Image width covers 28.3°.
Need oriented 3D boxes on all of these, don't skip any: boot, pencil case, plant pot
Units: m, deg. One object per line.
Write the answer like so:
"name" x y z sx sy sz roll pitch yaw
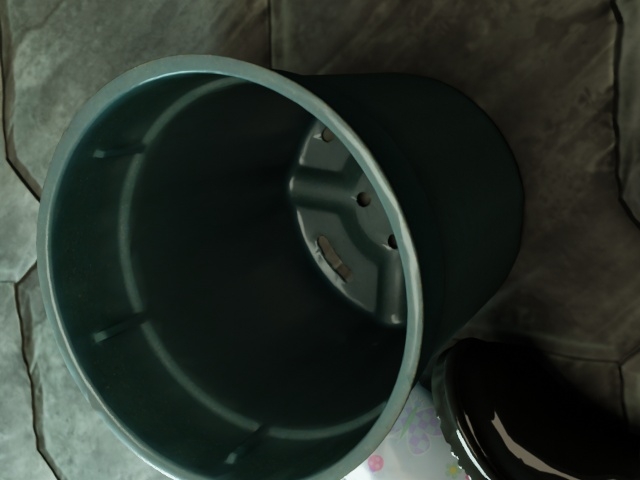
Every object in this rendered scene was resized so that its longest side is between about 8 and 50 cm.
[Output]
"boot" 0.287 0.174 1.077 0.348 0.131 0.260 48 128 -1
"pencil case" 0.124 0.250 1.196 0.273 0.113 0.124 44 79 11
"plant pot" 0.000 0.000 1.081 0.341 0.334 0.341 7 105 28
